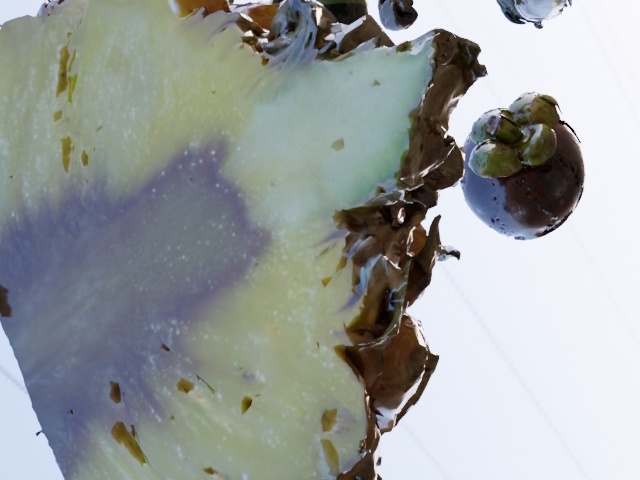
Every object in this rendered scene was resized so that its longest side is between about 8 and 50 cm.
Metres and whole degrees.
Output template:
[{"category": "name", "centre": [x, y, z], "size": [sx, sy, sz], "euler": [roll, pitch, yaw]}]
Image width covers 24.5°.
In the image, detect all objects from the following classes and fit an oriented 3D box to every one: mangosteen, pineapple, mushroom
[{"category": "mangosteen", "centre": [0.239, -0.095, 1.772], "size": [0.180, 0.166, 0.166], "euler": [63, -141, -54]}, {"category": "pineapple", "centre": [0.003, -0.002, 0.725], "size": [0.209, 0.286, 0.344], "euler": [3, -121, -57]}, {"category": "mushroom", "centre": [0.119, -0.387, 2.082], "size": [0.061, 0.060, 0.187], "euler": [-159, 78, -89]}]

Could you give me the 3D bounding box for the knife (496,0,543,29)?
[{"category": "knife", "centre": [0.173, -0.292, 1.378], "size": [0.026, 0.044, 0.297], "euler": [102, 172, -46]}]

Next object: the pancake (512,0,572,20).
[{"category": "pancake", "centre": [0.150, -0.317, 1.205], "size": [0.282, 0.049, 0.282], "euler": [-16, -90, -88]}]

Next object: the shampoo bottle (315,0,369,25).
[{"category": "shampoo bottle", "centre": [-0.007, -0.374, 1.674], "size": [0.101, 0.101, 0.284], "euler": [-6, -90, -58]}]
